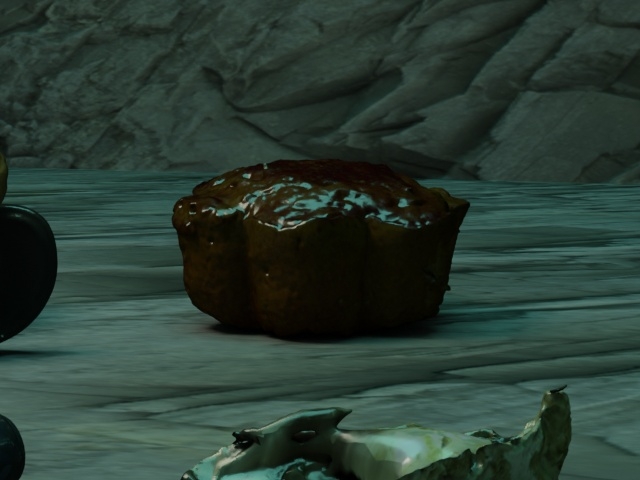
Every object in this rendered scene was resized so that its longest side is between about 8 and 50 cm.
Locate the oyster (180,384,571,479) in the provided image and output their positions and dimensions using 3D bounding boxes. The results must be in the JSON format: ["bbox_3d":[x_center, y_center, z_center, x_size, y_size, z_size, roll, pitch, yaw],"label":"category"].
[{"bbox_3d":[0.027,0.122,0.891,0.200,0.061,0.106,-2,24,1],"label":"oyster"}]

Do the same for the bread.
[{"bbox_3d":[0.004,0.001,1.520,0.232,0.135,0.247,7,9,45],"label":"bread"}]

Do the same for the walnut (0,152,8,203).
[{"bbox_3d":[-0.430,-0.060,2.054,0.166,0.149,0.166,-24,16,7],"label":"walnut"}]

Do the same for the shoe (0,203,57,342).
[{"bbox_3d":[-0.312,0.038,1.342,0.241,0.108,0.093,-7,8,-1],"label":"shoe"}]

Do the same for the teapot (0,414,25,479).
[{"bbox_3d":[-0.194,0.110,0.913,0.063,0.049,0.083,6,9,42],"label":"teapot"}]
